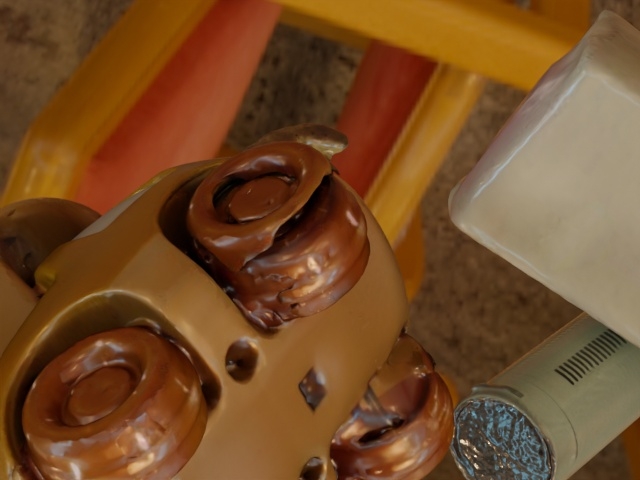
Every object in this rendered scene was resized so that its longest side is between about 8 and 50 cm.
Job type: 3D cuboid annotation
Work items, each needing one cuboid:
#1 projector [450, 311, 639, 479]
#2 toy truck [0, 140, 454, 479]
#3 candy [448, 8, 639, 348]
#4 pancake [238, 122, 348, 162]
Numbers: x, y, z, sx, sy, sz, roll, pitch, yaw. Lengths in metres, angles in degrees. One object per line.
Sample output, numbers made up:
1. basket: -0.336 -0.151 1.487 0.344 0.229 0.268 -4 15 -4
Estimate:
1. projector: 0.247 0.115 1.369 0.108 0.337 0.108 19 121 34
2. toy truck: -0.082 0.085 0.803 0.212 0.288 0.204 10 141 40
3. candy: 0.304 -0.008 1.279 0.359 0.145 0.208 35 118 3
4. pancake: 0.000 0.000 1.243 0.190 0.184 0.020 50 140 -8
